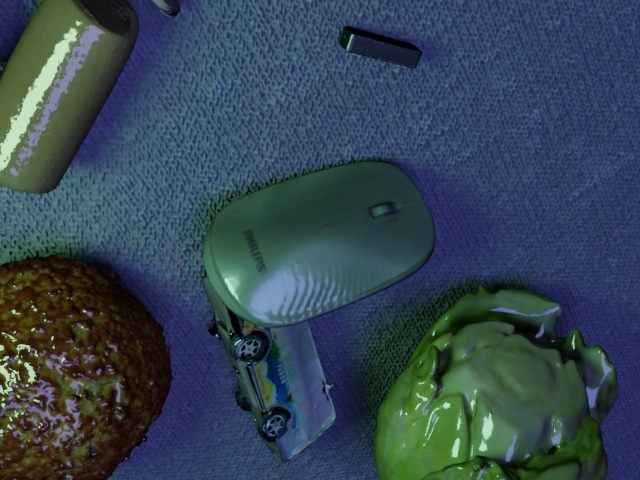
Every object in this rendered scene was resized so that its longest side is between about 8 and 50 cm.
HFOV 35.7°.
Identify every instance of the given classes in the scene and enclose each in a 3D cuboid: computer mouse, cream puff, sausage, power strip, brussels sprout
[{"bbox_3d":[0.002,-0.003,1.352,0.330,0.197,0.095,-21,164,-17],"label":"computer mouse"},{"bbox_3d":[-0.357,0.195,1.302,0.350,0.229,0.351,-8,118,-16],"label":"cream puff"},{"bbox_3d":[-0.311,-0.186,1.168,0.123,0.123,0.253,24,107,-30],"label":"sausage"},{"bbox_3d":[0.080,-0.257,1.326,0.111,0.038,0.029,10,114,-24],"label":"power strip"},{"bbox_3d":[0.255,0.318,1.538,0.342,0.425,0.361,32,136,11],"label":"brussels sprout"}]

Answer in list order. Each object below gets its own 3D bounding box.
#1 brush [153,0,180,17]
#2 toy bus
[{"bbox_3d":[-0.278,-0.360,1.128,0.067,0.072,0.313,-28,130,24],"label":"brush"},{"bbox_3d":[-0.071,0.176,1.474,0.138,0.112,0.317,-27,125,-17],"label":"toy bus"}]
